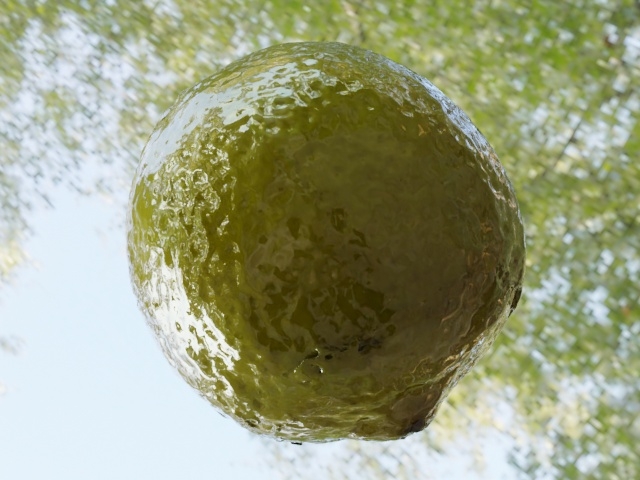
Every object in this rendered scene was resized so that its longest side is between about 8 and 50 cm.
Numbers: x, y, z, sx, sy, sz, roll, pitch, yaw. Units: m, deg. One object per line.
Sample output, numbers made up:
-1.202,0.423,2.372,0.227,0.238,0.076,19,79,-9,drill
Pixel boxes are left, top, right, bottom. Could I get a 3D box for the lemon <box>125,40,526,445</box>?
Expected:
0.001,0.001,1.095,0.293,0.293,0.293,-15,-59,-27,lemon
